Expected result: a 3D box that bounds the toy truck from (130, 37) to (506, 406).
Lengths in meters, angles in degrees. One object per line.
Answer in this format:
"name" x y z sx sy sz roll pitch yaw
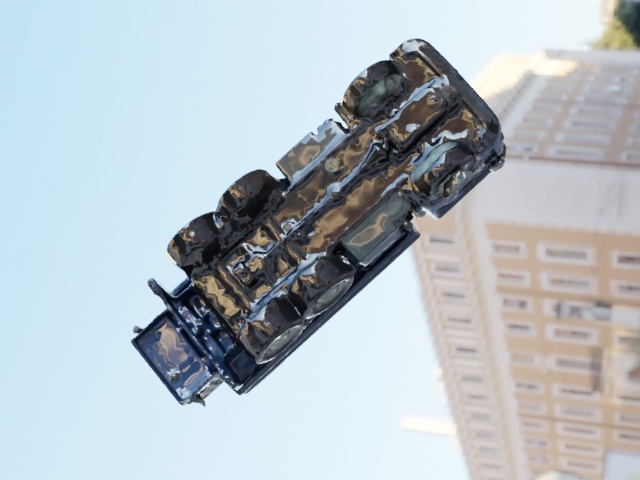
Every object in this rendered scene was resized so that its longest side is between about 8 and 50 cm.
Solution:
"toy truck" 0.000 0.000 0.640 0.201 0.074 0.088 -43 -18 5
